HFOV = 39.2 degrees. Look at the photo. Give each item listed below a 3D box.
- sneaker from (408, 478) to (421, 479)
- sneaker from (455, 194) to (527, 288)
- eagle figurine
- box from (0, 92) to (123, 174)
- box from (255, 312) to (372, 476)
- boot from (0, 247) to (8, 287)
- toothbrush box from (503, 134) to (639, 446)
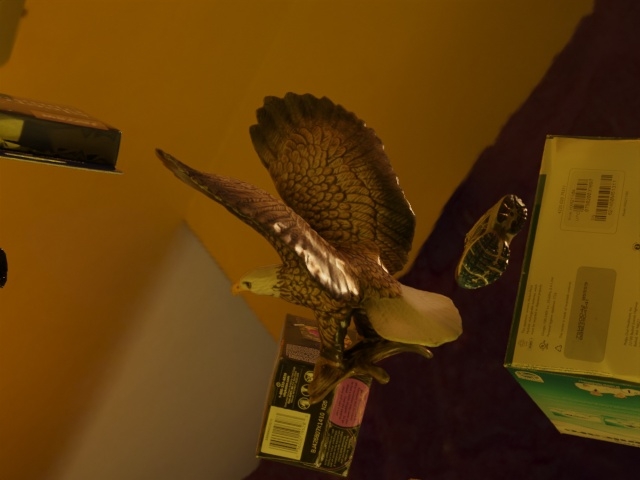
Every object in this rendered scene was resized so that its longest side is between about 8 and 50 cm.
[{"bbox_3d":[0.063,0.205,0.623,0.051,0.070,0.134,42,-177,2],"label":"sneaker"},{"bbox_3d":[0.196,0.008,1.068,0.052,0.058,0.135,43,-116,-10],"label":"sneaker"},{"bbox_3d":[-0.011,0.003,0.902,0.226,0.225,0.298,-130,21,-78],"label":"eagle figurine"},{"bbox_3d":[-0.253,-0.098,0.753,0.136,0.036,0.225,7,-168,-29],"label":"box"},{"bbox_3d":[-0.011,0.236,1.428,0.143,0.165,0.270,14,-172,-2],"label":"box"},{"bbox_3d":[-0.509,0.056,1.203,0.207,0.246,0.094,-3,-109,12],"label":"boot"},{"bbox_3d":[0.281,0.062,0.848,0.126,0.216,0.295,6,162,27],"label":"toothbrush box"}]
